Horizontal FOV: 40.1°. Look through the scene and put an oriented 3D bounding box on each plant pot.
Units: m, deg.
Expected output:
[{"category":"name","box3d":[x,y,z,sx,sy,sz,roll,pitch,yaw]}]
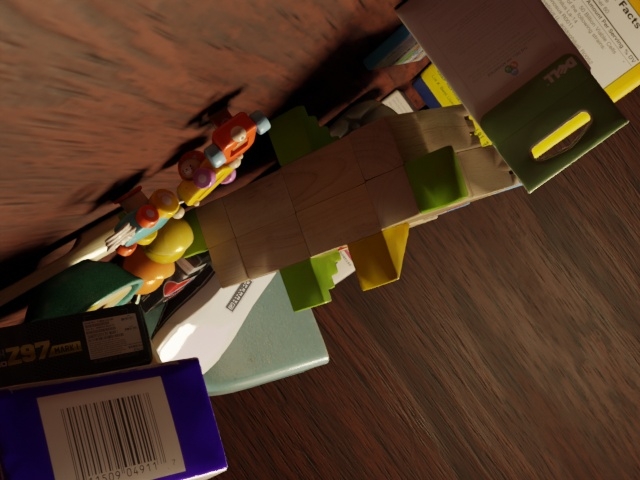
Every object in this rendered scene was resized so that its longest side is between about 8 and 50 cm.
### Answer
[{"category":"plant pot","box3d":[-0.166,0.133,1.416,0.252,0.247,0.248,-19,172,-16]}]

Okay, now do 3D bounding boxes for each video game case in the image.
[{"category":"video game case","box3d":[0.121,-0.232,0.952,0.119,0.015,0.166,-38,176,28]}]

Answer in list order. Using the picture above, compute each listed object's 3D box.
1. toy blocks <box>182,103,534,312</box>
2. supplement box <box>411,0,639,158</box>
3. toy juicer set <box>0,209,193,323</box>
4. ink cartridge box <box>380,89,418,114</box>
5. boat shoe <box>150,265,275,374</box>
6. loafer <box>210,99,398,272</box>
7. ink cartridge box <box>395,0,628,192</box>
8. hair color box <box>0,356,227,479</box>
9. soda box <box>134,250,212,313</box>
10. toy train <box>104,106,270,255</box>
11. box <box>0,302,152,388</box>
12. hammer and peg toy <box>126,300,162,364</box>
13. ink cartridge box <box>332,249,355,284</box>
[{"category":"toy blocks","box3d":[0.057,-0.053,0.973,0.381,0.191,0.261,-21,177,41]},{"category":"supplement box","box3d":[0.329,-0.257,1.168,0.195,0.194,0.356,-33,176,-39]},{"category":"toy juicer set","box3d":[-0.211,0.051,0.895,0.209,0.089,0.329,-35,176,-12]},{"category":"ink cartridge box","box3d":[0.071,-0.112,1.274,0.198,0.115,0.067,-37,178,16]},{"category":"boat shoe","box3d":[-0.169,0.080,1.263,0.301,0.102,0.108,-55,138,-10]},{"category":"loafer","box3d":[-0.016,-0.060,1.172,0.319,0.112,0.111,-37,168,12]},{"category":"ink cartridge box","box3d":[0.175,-0.159,0.807,0.109,0.209,0.062,-36,174,14]},{"category":"hair color box","box3d":[-0.250,0.214,0.794,0.185,0.110,0.339,-4,157,-39]},{"category":"soda box","box3d":[-0.186,0.030,1.119,0.053,0.060,0.169,-32,175,-43]},{"category":"toy train","box3d":[-0.120,-0.055,0.737,0.166,0.046,0.125,-39,176,-8]},{"category":"box","box3d":[-0.280,0.128,0.778,0.232,0.059,0.183,-9,160,-24]},{"category":"hammer and peg toy","box3d":[-0.350,0.252,1.107,0.361,0.266,0.127,-35,150,2]},{"category":"ink cartridge box","box3d":[0.000,0.000,1.677,0.237,0.172,0.100,-38,176,36]}]
